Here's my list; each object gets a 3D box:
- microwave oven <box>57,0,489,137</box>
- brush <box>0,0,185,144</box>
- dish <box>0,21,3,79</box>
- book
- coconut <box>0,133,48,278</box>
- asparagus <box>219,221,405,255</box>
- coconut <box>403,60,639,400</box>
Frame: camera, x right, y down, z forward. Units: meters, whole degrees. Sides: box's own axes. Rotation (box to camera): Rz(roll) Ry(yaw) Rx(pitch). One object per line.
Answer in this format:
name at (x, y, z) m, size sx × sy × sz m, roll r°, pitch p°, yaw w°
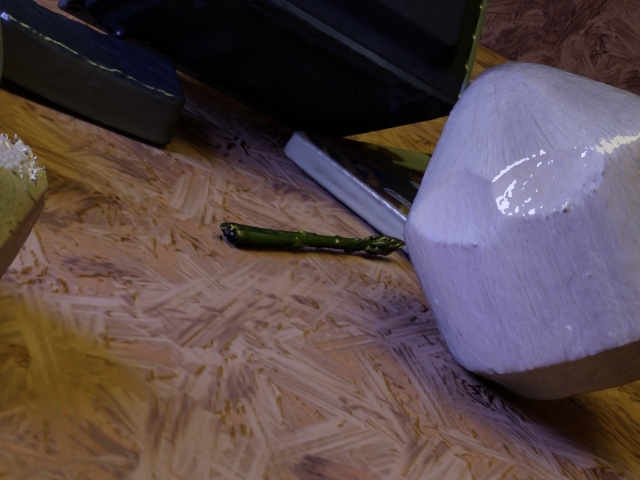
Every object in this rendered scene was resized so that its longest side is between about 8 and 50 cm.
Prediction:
microwave oven at (-0.041, -0.257, 1.201) m, size 0.355 × 0.219 × 0.286 m, roll 25°, pitch -17°, yaw -35°
brush at (-0.220, -0.162, 1.081) m, size 0.197 × 0.059 × 0.123 m, roll 22°, pitch 19°, yaw -26°
dish at (-0.318, -0.210, 0.781) m, size 0.324 × 0.124 × 0.324 m, roll 48°, pitch 16°, yaw -18°
book at (0.187, -0.016, 1.331) m, size 0.300 × 0.039 × 0.428 m, roll 39°, pitch 21°, yaw 31°
coconut at (-0.217, -0.025, 0.626) m, size 0.122 × 0.116 × 0.116 m, roll 31°, pitch 18°, yaw -6°
asparagus at (0.000, 0.000, 1.037) m, size 0.023 × 0.022 × 0.233 m, roll -14°, pitch -12°, yaw 40°
coconut at (0.187, -0.015, 0.941) m, size 0.237 × 0.237 × 0.266 m, roll -48°, pitch 122°, yaw -72°
